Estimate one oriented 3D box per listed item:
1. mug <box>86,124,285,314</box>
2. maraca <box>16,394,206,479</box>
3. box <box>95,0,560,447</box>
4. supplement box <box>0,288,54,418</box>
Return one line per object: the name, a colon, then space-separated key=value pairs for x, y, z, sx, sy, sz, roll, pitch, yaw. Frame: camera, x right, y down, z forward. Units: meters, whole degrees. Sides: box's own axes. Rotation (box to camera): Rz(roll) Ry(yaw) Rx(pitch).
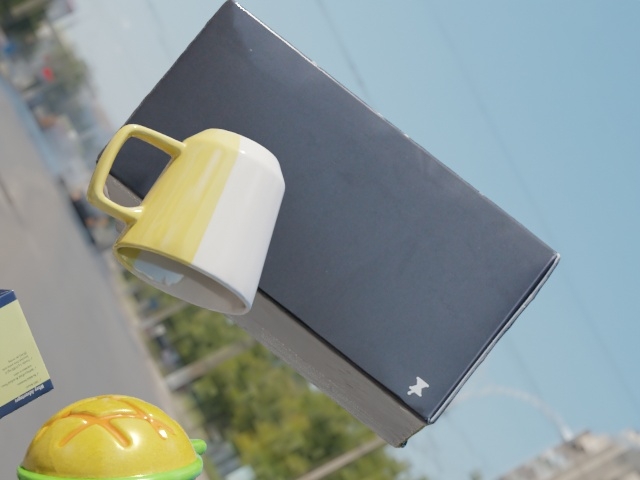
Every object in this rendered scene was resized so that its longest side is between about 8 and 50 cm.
mug: x=-0.049 y=-0.014 z=0.813 sx=0.062 sy=0.064 sz=0.078 roll=14 pitch=-19 yaw=34
maraca: x=-0.142 y=0.155 z=1.378 sx=0.185 sy=0.127 sz=0.099 roll=-31 pitch=124 yaw=-83
box: x=0.000 y=0.000 z=1.692 sx=0.343 sy=0.179 sz=0.312 roll=38 pitch=-8 yaw=3
supplement box: x=-0.258 y=0.090 z=1.466 sx=0.056 sy=0.083 sz=0.083 roll=2 pitch=-64 yaw=54
